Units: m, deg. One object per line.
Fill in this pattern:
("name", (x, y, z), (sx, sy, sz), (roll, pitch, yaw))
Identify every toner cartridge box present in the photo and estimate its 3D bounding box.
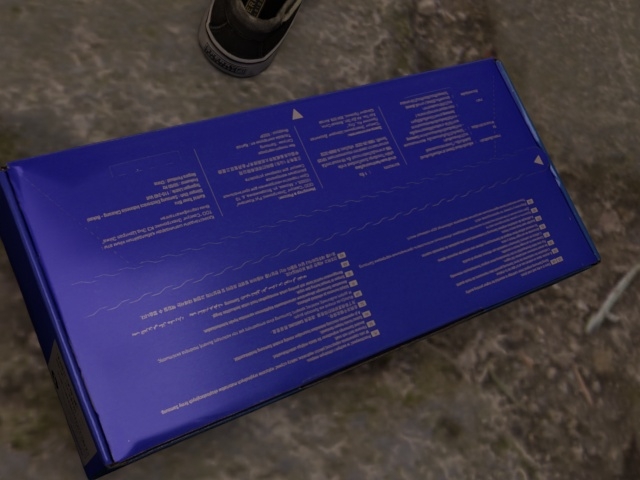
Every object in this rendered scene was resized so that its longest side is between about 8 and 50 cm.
("toner cartridge box", (0.000, 0.000, 0.503), (0.348, 0.075, 0.165), (-17, 79, -29))

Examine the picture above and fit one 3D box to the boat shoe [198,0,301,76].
("boat shoe", (-0.023, -0.219, 0.583), (0.078, 0.070, 0.219), (22, 62, -15))
